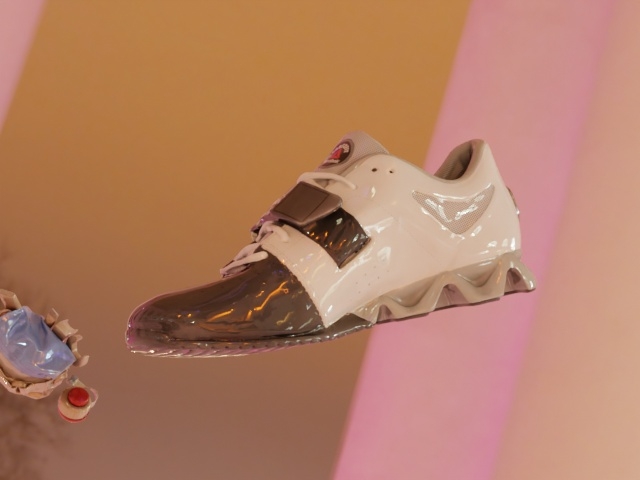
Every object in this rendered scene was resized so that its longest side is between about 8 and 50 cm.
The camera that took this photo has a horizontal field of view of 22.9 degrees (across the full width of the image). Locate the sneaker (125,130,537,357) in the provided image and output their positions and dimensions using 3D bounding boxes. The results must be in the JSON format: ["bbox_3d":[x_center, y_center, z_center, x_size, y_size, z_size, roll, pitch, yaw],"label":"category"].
[{"bbox_3d":[0.000,0.000,1.149,0.330,0.146,0.122,-13,3,-32],"label":"sneaker"}]

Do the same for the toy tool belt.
[{"bbox_3d":[-0.165,0.068,0.939,0.083,0.052,0.051,39,-47,6],"label":"toy tool belt"}]
